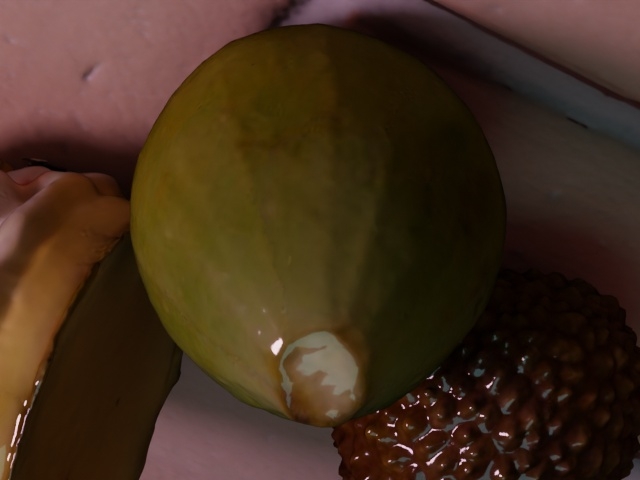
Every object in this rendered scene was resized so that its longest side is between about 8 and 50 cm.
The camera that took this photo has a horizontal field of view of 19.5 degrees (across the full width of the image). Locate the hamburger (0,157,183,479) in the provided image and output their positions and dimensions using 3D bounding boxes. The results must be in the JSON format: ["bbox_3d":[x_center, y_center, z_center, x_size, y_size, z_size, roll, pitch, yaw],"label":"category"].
[{"bbox_3d":[-0.225,0.066,1.140,0.237,0.276,0.276,20,141,15],"label":"hamburger"}]

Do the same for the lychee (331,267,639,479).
[{"bbox_3d":[0.098,0.118,1.151,0.200,0.200,0.238,37,115,-25],"label":"lychee"}]

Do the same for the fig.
[{"bbox_3d":[0.007,-0.001,1.017,0.207,0.230,0.207,-22,139,-20],"label":"fig"}]
